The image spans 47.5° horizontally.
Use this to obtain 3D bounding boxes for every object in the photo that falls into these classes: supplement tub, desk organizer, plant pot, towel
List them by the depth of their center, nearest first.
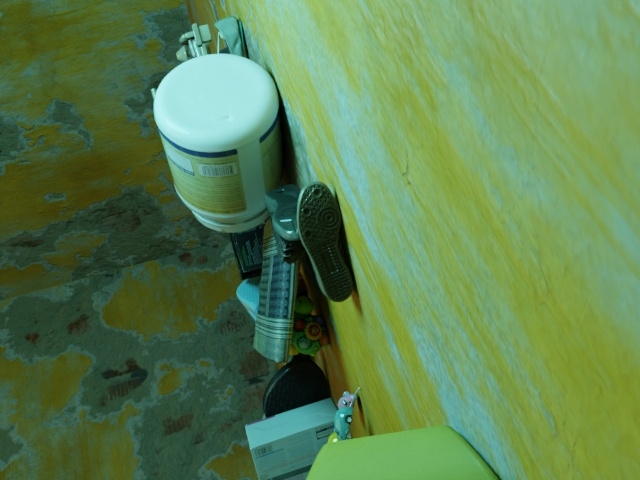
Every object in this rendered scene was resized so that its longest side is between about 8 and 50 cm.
[{"bbox_3d":[0.083,0.303,0.708,0.187,0.212,0.212,-95,-5,-63],"label":"plant pot"},{"bbox_3d":[-0.187,-0.179,1.425,0.316,0.228,0.228,90,163,-57],"label":"supplement tub"},{"bbox_3d":[-0.083,0.090,1.509,0.324,0.056,0.312,166,109,-77],"label":"towel"},{"bbox_3d":[-0.054,0.146,1.734,0.130,0.047,0.050,85,164,-48],"label":"desk organizer"}]

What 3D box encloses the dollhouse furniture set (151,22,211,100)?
[{"bbox_3d":[-0.312,-0.322,1.731,0.355,0.174,0.303,-142,37,-80],"label":"dollhouse furniture set"}]

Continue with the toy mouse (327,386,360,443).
[{"bbox_3d":[0.043,0.320,1.333,0.161,0.031,0.143,-68,-8,-60],"label":"toy mouse"}]

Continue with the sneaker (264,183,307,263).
[{"bbox_3d":[-0.036,-0.012,1.253,0.227,0.087,0.130,-134,23,-69],"label":"sneaker"}]

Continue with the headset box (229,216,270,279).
[{"bbox_3d":[-0.171,-0.037,1.872,0.283,0.131,0.246,137,118,-81],"label":"headset box"}]

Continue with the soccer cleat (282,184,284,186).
[{"bbox_3d":[-0.093,-0.104,1.590,0.029,0.036,0.083,115,139,-77],"label":"soccer cleat"}]

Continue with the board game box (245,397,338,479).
[{"bbox_3d":[-0.041,0.560,1.771,0.097,0.224,0.303,-127,24,-64],"label":"board game box"}]

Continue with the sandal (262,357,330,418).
[{"bbox_3d":[-0.058,0.446,1.856,0.107,0.168,0.445,-121,17,-48],"label":"sandal"}]

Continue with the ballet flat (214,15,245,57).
[{"bbox_3d":[-0.189,-0.384,1.610,0.072,0.068,0.213,-128,24,-68],"label":"ballet flat"}]

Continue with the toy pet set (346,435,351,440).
[{"bbox_3d":[0.057,0.468,1.619,0.122,0.065,0.114,105,-177,-67],"label":"toy pet set"}]

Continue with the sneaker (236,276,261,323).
[{"bbox_3d":[-0.091,0.228,1.933,0.319,0.127,0.208,41,162,56],"label":"sneaker"}]

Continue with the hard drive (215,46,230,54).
[{"bbox_3d":[-0.237,-0.373,1.966,0.172,0.054,0.254,138,116,-80],"label":"hard drive"}]

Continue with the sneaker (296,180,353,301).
[{"bbox_3d":[0.000,0.000,1.095,0.071,0.066,0.188,-131,28,-72],"label":"sneaker"}]

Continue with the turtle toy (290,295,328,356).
[{"bbox_3d":[-0.029,0.182,1.539,0.066,0.095,0.130,-35,69,59],"label":"turtle toy"}]

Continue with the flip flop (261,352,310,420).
[{"bbox_3d":[-0.107,0.404,1.947,0.112,0.080,0.277,50,-124,-45],"label":"flip flop"}]
